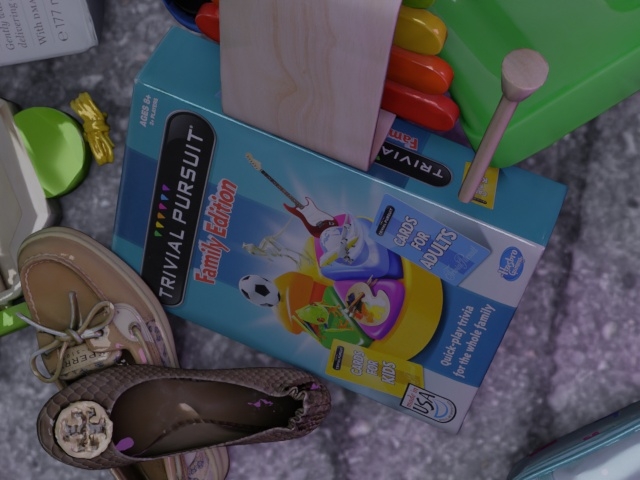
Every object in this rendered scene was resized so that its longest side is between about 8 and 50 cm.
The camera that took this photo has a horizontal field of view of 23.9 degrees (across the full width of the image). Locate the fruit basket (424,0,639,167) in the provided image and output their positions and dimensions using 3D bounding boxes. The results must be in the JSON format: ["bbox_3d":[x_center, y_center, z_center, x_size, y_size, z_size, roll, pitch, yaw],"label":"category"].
[{"bbox_3d":[0.210,-0.243,1.204,0.283,0.392,0.392,-32,87,22],"label":"fruit basket"}]

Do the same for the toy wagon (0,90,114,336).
[{"bbox_3d":[-0.339,-0.034,1.361,0.344,0.068,0.267,-23,89,6],"label":"toy wagon"}]

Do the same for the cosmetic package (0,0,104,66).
[{"bbox_3d":[-0.393,-0.250,1.274,0.385,0.156,0.217,-11,122,4],"label":"cosmetic package"}]

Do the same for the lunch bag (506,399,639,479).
[{"bbox_3d":[0.285,0.286,1.275,0.224,0.108,0.279,-26,88,6],"label":"lunch bag"}]

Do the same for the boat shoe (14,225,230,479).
[{"bbox_3d":[-0.173,0.119,1.293,0.105,0.089,0.285,-25,106,28],"label":"boat shoe"}]

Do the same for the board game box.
[{"bbox_3d":[0.000,0.000,1.241,0.336,0.079,0.253,22,138,6],"label":"board game box"}]

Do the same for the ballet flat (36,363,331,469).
[{"bbox_3d":[-0.107,0.144,1.248,0.250,0.058,0.084,-2,95,-21],"label":"ballet flat"}]

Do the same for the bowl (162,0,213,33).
[{"bbox_3d":[-0.047,-0.342,1.172,0.077,0.391,0.391,3,92,-28],"label":"bowl"}]

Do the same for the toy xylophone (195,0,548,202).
[{"bbox_3d":[0.027,-0.132,1.007,0.236,0.322,0.081,25,69,-2],"label":"toy xylophone"}]
